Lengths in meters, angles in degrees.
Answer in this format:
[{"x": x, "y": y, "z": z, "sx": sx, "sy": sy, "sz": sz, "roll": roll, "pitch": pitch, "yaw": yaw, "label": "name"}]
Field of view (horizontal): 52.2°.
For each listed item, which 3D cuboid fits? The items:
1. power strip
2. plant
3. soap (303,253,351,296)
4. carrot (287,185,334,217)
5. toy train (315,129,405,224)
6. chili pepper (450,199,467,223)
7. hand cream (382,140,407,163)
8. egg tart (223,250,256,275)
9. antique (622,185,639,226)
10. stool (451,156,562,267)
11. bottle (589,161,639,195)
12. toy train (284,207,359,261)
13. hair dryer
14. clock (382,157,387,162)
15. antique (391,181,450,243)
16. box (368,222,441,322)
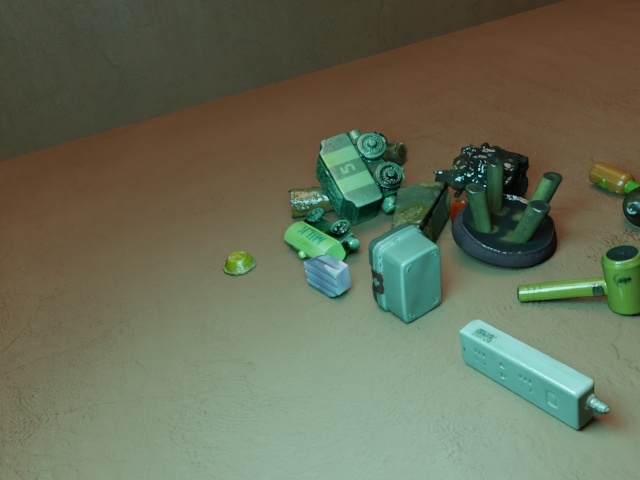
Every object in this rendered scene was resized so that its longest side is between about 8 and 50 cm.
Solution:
[{"x": 0.402, "y": 0.256, "z": 1.266, "sx": 0.058, "sy": 0.098, "sz": 0.338, "roll": -30, "pitch": 34, "yaw": -26, "label": "power strip"}, {"x": 0.485, "y": -0.184, "z": 1.911, "sx": 0.234, "sy": 0.178, "sz": 0.204, "roll": 11, "pitch": 39, "yaw": 34, "label": "plant"}, {"x": 0.020, "y": 0.088, "z": 1.697, "sx": 0.056, "sy": 0.100, "sz": 0.149, "roll": -29, "pitch": 33, "yaw": -26, "label": "soap"}, {"x": 0.030, "y": -0.130, "z": 2.095, "sx": 0.263, "sy": 0.101, "sz": 0.102, "roll": -5, "pitch": 30, "yaw": 0, "label": "carrot"}, {"x": 0.121, "y": -0.196, "z": 2.013, "sx": 0.238, "sy": 0.166, "sz": 0.299, "roll": -20, "pitch": 66, "yaw": -15, "label": "toy train"}, {"x": 0.406, "y": -0.053, "z": 1.838, "sx": 0.071, "sy": 0.063, "sz": 0.272, "roll": -20, "pitch": 31, "yaw": 13, "label": "chili pepper"}, {"x": 0.207, "y": -0.316, "z": 2.348, "sx": 0.203, "sy": 0.083, "sz": 0.084, "roll": 5, "pitch": 34, "yaw": 37, "label": "hand cream"}, {"x": -0.238, "y": 0.062, "z": 1.905, "sx": 0.105, "sy": 0.039, "sz": 0.105, "roll": -8, "pitch": 29, "yaw": 4, "label": "egg tart"}, {"x": 0.904, "y": -0.113, "z": 1.695, "sx": 0.257, "sy": 0.121, "sz": 0.143, "roll": -31, "pitch": 25, "yaw": -16, "label": "antique"}, {"x": 0.484, "y": -0.074, "z": 1.676, "sx": 0.272, "sy": 0.178, "sz": 0.272, "roll": 1, "pitch": 38, "yaw": -1, "label": "stool"}, {"x": 0.850, "y": -0.163, "z": 1.843, "sx": 0.069, "sy": 0.069, "sz": 0.187, "roll": -22, "pitch": 32, "yaw": -16, "label": "bottle"}, {"x": 0.000, "y": 0.000, "z": 1.869, "sx": 0.157, "sy": 0.105, "sz": 0.253, "roll": -39, "pitch": 35, "yaw": -16, "label": "toy train"}, {"x": 0.580, "y": 0.096, "z": 1.458, "sx": 0.279, "sy": 0.134, "sz": 0.090, "roll": -9, "pitch": 28, "yaw": 27, "label": "hair dryer"}, {"x": 0.132, "y": -0.246, "z": 2.255, "sx": 0.145, "sy": 0.073, "sz": 0.193, "roll": -23, "pitch": 31, "yaw": -17, "label": "clock"}, {"x": 0.267, "y": -0.048, "z": 1.812, "sx": 0.150, "sy": 0.125, "sz": 0.284, "roll": -1, "pitch": 31, "yaw": 21, "label": "antique"}, {"x": 0.203, "y": 0.077, "z": 1.544, "sx": 0.148, "sy": 0.210, "sz": 0.129, "roll": -28, "pitch": 40, "yaw": -23, "label": "box"}]
